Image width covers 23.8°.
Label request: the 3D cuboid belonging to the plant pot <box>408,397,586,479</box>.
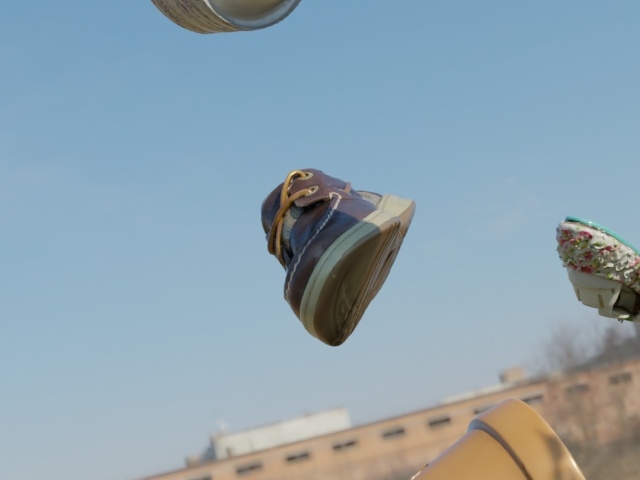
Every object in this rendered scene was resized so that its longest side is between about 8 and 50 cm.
[{"bbox_3d":[0.228,0.380,2.002,0.203,0.291,0.291,-24,-7,-14],"label":"plant pot"}]

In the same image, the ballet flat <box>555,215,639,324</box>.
[{"bbox_3d":[0.299,0.039,1.557,0.091,0.077,0.241,16,-5,32],"label":"ballet flat"}]

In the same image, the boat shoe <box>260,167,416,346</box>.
[{"bbox_3d":[0.000,0.000,1.340,0.123,0.123,0.342,25,15,6],"label":"boat shoe"}]

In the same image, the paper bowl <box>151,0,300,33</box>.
[{"bbox_3d":[-0.098,-0.397,1.856,0.148,0.284,0.284,3,2,37],"label":"paper bowl"}]
